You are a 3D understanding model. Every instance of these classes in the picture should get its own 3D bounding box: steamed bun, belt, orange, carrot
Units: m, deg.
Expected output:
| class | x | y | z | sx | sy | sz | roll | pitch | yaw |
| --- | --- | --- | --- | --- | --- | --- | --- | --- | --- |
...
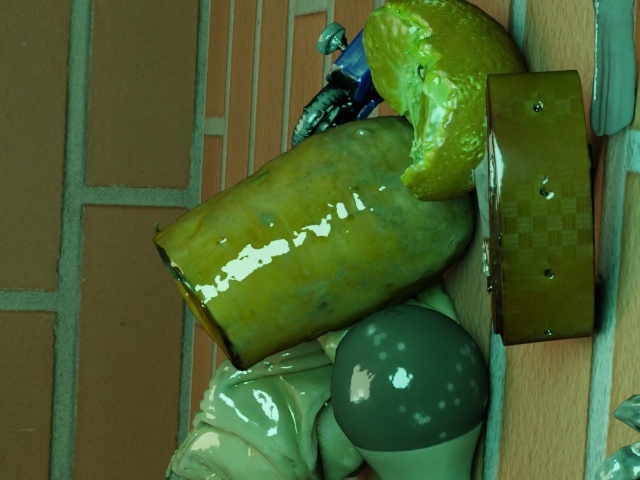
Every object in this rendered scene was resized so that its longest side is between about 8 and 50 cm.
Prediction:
| class | x | y | z | sx | sy | sz | roll | pitch | yaw |
| --- | --- | --- | --- | --- | --- | --- | --- | --- | --- |
| steamed bun | 0.073 | 0.116 | 2.060 | 0.172 | 0.155 | 0.140 | -111 | 28 | -56 |
| belt | 0.201 | -0.032 | 1.590 | 0.184 | 0.105 | 0.261 | -89 | -7 | -64 |
| orange | 0.141 | -0.156 | 1.819 | 0.179 | 0.159 | 0.237 | 98 | 163 | -46 |
| steamed bun | -0.029 | 0.230 | 2.322 | 0.394 | 0.237 | 0.346 | -60 | -4 | 19 |
| carrot | 0.000 | 0.000 | 1.949 | 0.224 | 0.341 | 0.224 | 57 | 170 | 15 |

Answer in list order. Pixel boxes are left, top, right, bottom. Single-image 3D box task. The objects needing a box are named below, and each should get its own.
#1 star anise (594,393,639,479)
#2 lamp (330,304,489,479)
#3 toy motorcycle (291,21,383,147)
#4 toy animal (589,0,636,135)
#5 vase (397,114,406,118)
| class | x | y | z | sx | sy | sz | roll | pitch | yaw |
| --- | --- | --- | --- | --- | --- | --- | --- | --- | --- |
| star anise | 0.300 | 0.145 | 1.239 | 0.212 | 0.129 | 0.282 | -51 | 40 | 40 |
| lamp | 0.107 | 0.220 | 1.930 | 0.182 | 0.182 | 0.313 | -113 | 12 | -60 |
| toy motorcycle | 0.067 | -0.206 | 2.081 | 0.315 | 0.113 | 0.169 | -50 | -17 | -10 |
| toy animal | 0.269 | -0.296 | 1.501 | 0.206 | 0.081 | 0.367 | 141 | 122 | -66 |
| vase | 0.137 | -0.138 | 2.042 | 0.167 | 0.059 | 0.059 | -173 | 86 | -77 |
